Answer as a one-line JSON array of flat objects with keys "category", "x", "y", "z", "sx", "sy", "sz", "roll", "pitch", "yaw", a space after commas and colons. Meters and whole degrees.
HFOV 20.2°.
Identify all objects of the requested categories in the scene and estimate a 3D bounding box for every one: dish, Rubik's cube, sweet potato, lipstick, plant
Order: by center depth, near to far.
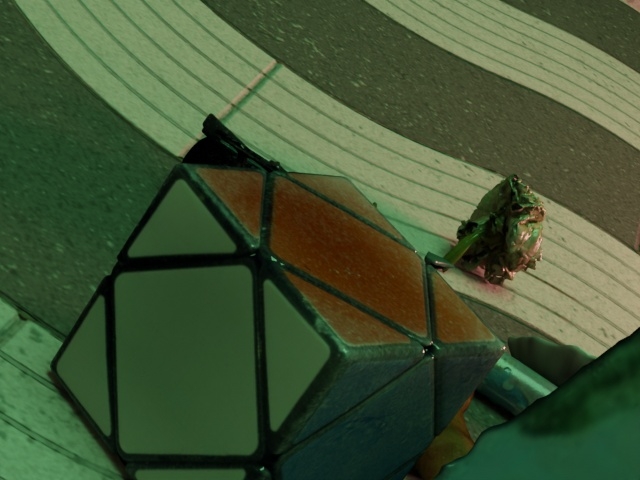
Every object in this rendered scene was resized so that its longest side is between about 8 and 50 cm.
[{"category": "Rubik's cube", "x": -0.033, "y": 0.086, "z": 1.312, "sx": 0.207, "sy": 0.205, "sz": 0.205, "roll": 46, "pitch": 25, "yaw": 27}, {"category": "sweet potato", "x": 0.103, "y": 0.175, "z": 1.504, "sx": 0.067, "sy": 0.059, "sz": 0.281, "roll": 22, "pitch": 24, "yaw": -8}, {"category": "lipstick", "x": 0.211, "y": 0.157, "z": 1.696, "sx": 0.158, "sy": 0.048, "sz": 0.048, "roll": 34, "pitch": 23, "yaw": -3}, {"category": "dish", "x": 0.230, "y": 0.132, "z": 1.738, "sx": 0.091, "sy": 0.039, "sz": 0.137, "roll": 36, "pitch": -16, "yaw": -16}, {"category": "plant", "x": 0.174, "y": -0.009, "z": 1.900, "sx": 0.122, "sy": 0.116, "sz": 0.104, "roll": -15, "pitch": 37, "yaw": -36}]

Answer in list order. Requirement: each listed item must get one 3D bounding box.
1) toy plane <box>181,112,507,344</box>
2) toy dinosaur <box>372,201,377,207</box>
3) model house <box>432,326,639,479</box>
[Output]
[{"category": "toy plane", "x": 0.000, "y": 0.000, "z": 1.627, "sx": 0.382, "sy": 0.106, "sz": 0.155, "roll": 32, "pitch": 10, "yaw": 22}, {"category": "toy dinosaur", "x": 0.037, "y": 0.006, "z": 1.766, "sx": 0.162, "sy": 0.039, "sz": 0.126, "roll": 0, "pitch": 49, "yaw": -49}, {"category": "model house", "x": 0.288, "y": 0.269, "z": 1.337, "sx": 0.360, "sy": 0.297, "sz": 0.339, "roll": 52, "pitch": -5, "yaw": 17}]
